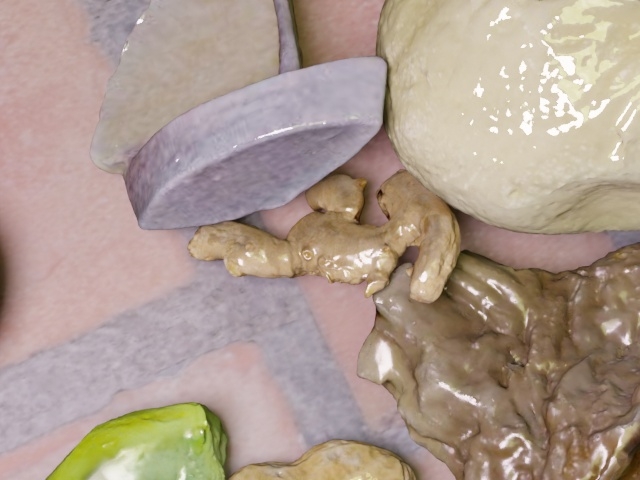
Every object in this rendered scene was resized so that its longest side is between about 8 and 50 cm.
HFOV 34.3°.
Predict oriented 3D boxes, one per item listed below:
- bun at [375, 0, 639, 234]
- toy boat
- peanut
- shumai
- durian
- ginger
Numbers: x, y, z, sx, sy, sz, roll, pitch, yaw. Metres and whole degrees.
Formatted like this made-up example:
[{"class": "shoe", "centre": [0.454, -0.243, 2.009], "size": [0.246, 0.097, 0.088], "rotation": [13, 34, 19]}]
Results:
[{"class": "bun", "centre": [0.217, -0.177, 0.875], "size": [0.349, 0.227, 0.352], "rotation": [-26, 56, -13]}, {"class": "toy boat", "centre": [-0.092, -0.142, 0.951], "size": [0.276, 0.111, 0.293], "rotation": [-37, 55, 11]}, {"class": "peanut", "centre": [-0.003, 0.220, 0.924], "size": [0.174, 0.080, 0.080], "rotation": [-8, 81, -1]}, {"class": "shumai", "centre": [0.197, 0.133, 0.927], "size": [0.283, 0.217, 0.346], "rotation": [13, 62, 32]}, {"class": "durian", "centre": [-0.179, 0.243, 0.898], "size": [0.139, 0.101, 0.250], "rotation": [41, 82, 4]}, {"class": "ginger", "centre": [0.007, -0.011, 0.950], "size": [0.259, 0.065, 0.149], "rotation": [2, 44, 23]}]
